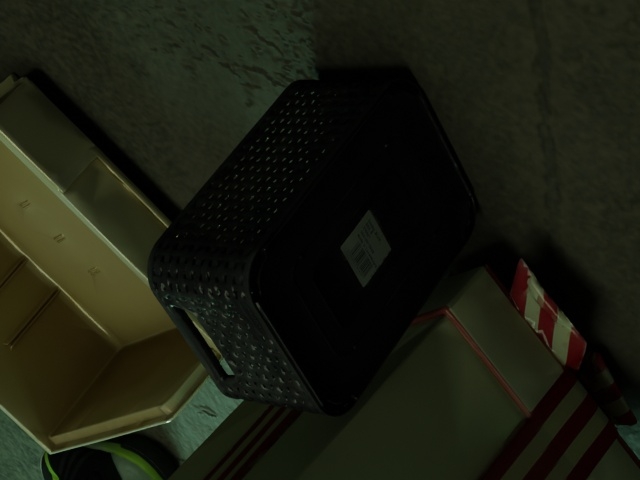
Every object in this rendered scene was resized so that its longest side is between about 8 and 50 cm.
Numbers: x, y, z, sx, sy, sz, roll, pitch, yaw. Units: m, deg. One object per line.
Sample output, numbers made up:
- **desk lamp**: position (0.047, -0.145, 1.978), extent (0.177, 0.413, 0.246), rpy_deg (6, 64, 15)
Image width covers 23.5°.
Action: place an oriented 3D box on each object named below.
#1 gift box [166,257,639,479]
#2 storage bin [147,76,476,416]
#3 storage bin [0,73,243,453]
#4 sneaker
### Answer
- **gift box**: position (0.052, 0.159, 0.988), extent (0.255, 0.258, 0.276), rpy_deg (-16, 113, 54)
- **storage bin**: position (0.000, 0.000, 0.898), extent (0.084, 0.180, 0.122), rpy_deg (4, 136, 42)
- **storage bin**: position (-0.222, 0.027, 1.220), extent (0.262, 0.123, 0.260), rpy_deg (46, 149, -14)
- **sneaker**: position (-0.239, 0.251, 1.563), extent (0.084, 0.097, 0.234), rpy_deg (48, 148, -17)
